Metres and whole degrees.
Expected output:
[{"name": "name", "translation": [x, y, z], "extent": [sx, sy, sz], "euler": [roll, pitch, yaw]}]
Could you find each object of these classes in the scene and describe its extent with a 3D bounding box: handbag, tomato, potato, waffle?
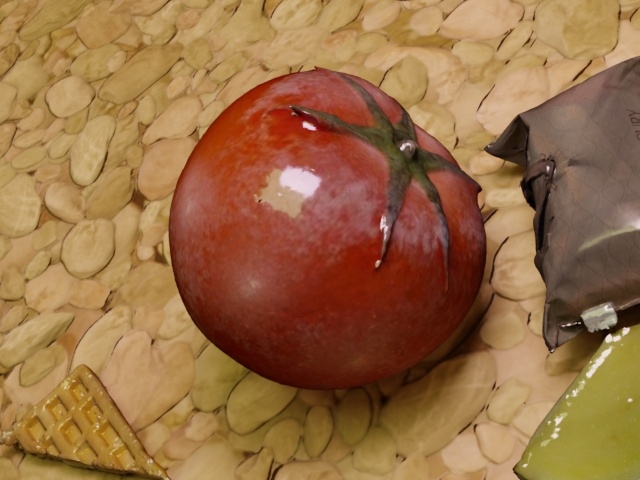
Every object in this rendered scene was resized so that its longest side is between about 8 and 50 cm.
[{"name": "handbag", "translation": [0.233, -0.037, 0.913], "extent": [0.182, 0.117, 0.270], "euler": [-25, 44, 22]}, {"name": "tomato", "translation": [0.000, 0.000, 0.921], "extent": [0.265, 0.265, 0.265], "euler": [-15, 50, 19]}, {"name": "potato", "translation": [0.239, 0.132, 0.819], "extent": [0.198, 0.054, 0.119], "euler": [-41, 47, 2]}, {"name": "waffle", "translation": [-0.223, 0.209, 1.034], "extent": [0.125, 0.032, 0.191], "euler": [-40, 45, -5]}]
